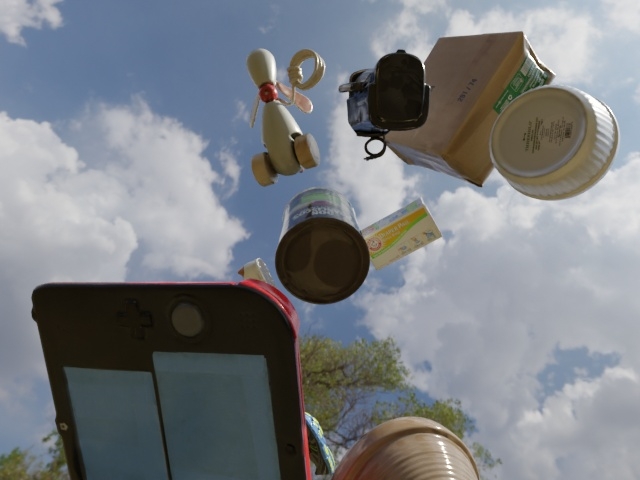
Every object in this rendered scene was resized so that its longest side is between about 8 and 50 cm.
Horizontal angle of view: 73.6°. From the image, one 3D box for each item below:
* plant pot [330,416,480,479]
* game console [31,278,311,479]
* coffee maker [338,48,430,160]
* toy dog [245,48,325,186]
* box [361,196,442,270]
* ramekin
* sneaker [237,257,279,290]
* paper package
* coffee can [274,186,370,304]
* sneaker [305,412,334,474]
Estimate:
[{"bbox_3d":[0.132,0.369,0.561,0.237,0.237,0.110,40,-12,-14],"label":"plant pot"},{"bbox_3d":[-0.181,0.235,0.531,0.342,0.060,0.386,-2,-79,10],"label":"game console"},{"bbox_3d":[0.121,-0.234,0.769,0.120,0.178,0.171,-24,-74,-2],"label":"coffee maker"},{"bbox_3d":[-0.091,-0.293,1.074,0.220,0.161,0.333,6,-91,14],"label":"toy dog"},{"bbox_3d":[0.219,-0.019,1.194,0.203,0.114,0.103,-29,-80,16],"label":"box"},{"bbox_3d":[0.413,-0.182,0.782,0.109,0.207,0.207,9,-41,-43],"label":"ramekin"},{"bbox_3d":[-0.224,0.220,1.643,0.123,0.106,0.289,-24,-91,15],"label":"sneaker"},{"bbox_3d":[0.357,-0.336,1.097,0.168,0.309,0.324,29,-84,-33],"label":"paper package"},{"bbox_3d":[0.000,0.000,1.028,0.202,0.275,0.201,-1,-70,-2],"label":"coffee can"},{"bbox_3d":[-0.023,0.595,1.243,0.078,0.067,0.188,-23,-93,8],"label":"sneaker"}]
